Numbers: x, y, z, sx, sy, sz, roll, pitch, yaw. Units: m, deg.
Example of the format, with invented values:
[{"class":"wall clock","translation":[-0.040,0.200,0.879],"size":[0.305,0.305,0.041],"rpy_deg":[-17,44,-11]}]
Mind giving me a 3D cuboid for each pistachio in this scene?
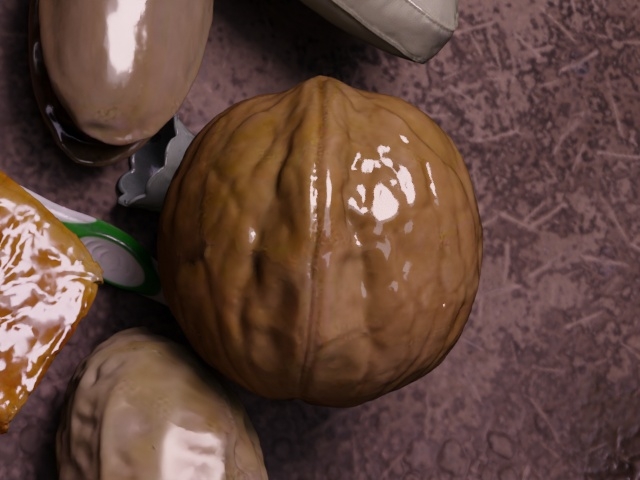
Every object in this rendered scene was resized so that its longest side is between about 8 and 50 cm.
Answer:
[{"class":"pistachio","translation":[-0.143,-0.157,1.314],"size":[0.131,0.129,0.206],"rpy_deg":[6,76,-9]}]

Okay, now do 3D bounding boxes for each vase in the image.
[{"class":"vase","translation":[-0.067,-0.028,1.357],"size":[0.148,0.081,0.081],"rpy_deg":[28,67,-22]}]

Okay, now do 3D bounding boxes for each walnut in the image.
[{"class":"walnut","translation":[0.000,0.000,1.241],"size":[0.228,0.228,0.228],"rpy_deg":[6,76,-25]}]

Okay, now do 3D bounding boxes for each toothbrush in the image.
[{"class":"toothbrush","translation":[-0.161,0.007,1.319],"size":[0.418,0.042,0.040],"rpy_deg":[27,28,-19]}]

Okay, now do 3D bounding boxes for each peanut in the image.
[{"class":"peanut","translation":[-0.116,0.200,1.211],"size":[0.149,0.149,0.313],"rpy_deg":[24,51,-20]}]

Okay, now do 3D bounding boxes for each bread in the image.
[{"class":"bread","translation":[-0.247,0.043,1.214],"size":[0.143,0.149,0.158],"rpy_deg":[35,59,-18]}]

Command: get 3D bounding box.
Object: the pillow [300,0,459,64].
[{"class":"pillow","translation":[-0.023,-0.282,1.369],"size":[0.322,0.120,0.255],"rpy_deg":[39,25,-14]}]
